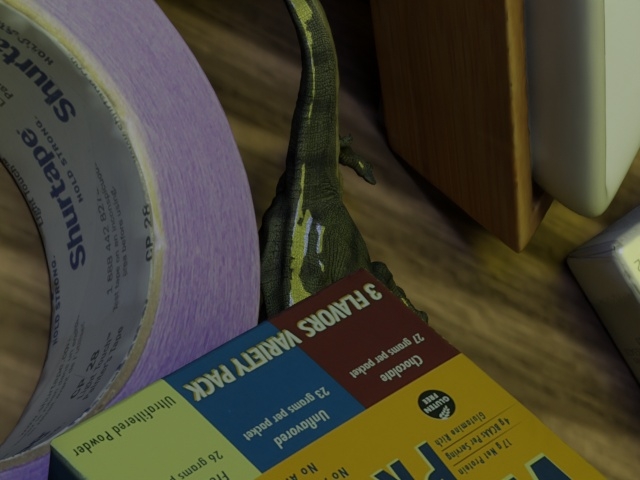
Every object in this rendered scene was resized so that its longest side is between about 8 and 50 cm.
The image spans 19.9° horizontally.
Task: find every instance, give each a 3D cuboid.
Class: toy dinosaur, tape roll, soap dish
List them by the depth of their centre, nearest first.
[{"bbox_3d":[-0.159,0.001,0.657,0.274,0.090,0.275,13,66,-31],"label":"tape roll"},{"bbox_3d":[0.000,0.000,0.769,0.118,0.064,0.268,-2,90,-70],"label":"toy dinosaur"},{"bbox_3d":[0.103,-0.173,0.816,0.229,0.118,0.291,-58,153,-34],"label":"soap dish"}]

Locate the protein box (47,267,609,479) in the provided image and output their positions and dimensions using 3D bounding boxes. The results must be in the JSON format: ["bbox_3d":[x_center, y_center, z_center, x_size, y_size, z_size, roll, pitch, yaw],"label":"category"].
[{"bbox_3d":[0.016,0.162,0.599,0.136,0.201,0.200,-28,57,-35],"label":"protein box"}]

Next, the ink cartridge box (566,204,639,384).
[{"bbox_3d":[0.313,0.039,0.937,0.296,0.066,0.261,-33,93,-17],"label":"ink cartridge box"}]
